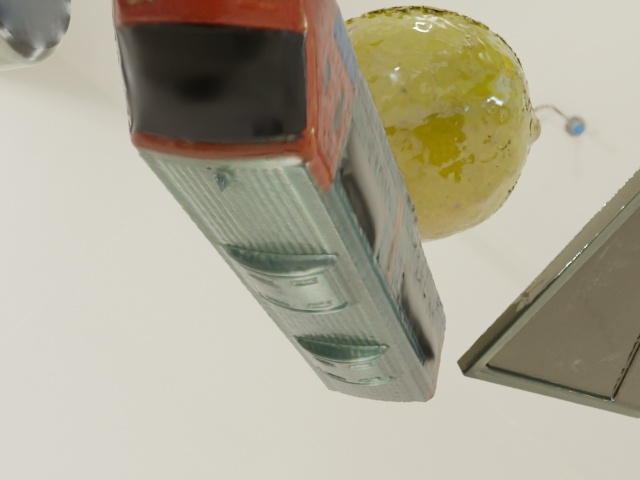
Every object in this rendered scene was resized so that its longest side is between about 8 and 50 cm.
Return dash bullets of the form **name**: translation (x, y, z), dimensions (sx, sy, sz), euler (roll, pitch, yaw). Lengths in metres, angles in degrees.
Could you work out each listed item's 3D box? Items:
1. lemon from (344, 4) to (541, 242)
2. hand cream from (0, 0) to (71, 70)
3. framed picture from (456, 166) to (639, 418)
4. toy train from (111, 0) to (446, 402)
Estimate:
- **lemon**: translation (0.083, -0.121, 1.033), dimensions (0.310, 0.258, 0.258), euler (-12, 3, -1)
- **hand cream**: translation (-0.410, -0.208, 0.897), dimensions (0.118, 0.358, 0.186), euler (35, -124, -64)
- **framed picture**: translation (0.259, 0.017, 0.669), dimensions (0.289, 0.213, 0.016), euler (-53, 38, 27)
- **toy train**: translation (0.000, 0.000, 0.510), dimensions (0.409, 0.086, 0.089), euler (60, -142, -63)
